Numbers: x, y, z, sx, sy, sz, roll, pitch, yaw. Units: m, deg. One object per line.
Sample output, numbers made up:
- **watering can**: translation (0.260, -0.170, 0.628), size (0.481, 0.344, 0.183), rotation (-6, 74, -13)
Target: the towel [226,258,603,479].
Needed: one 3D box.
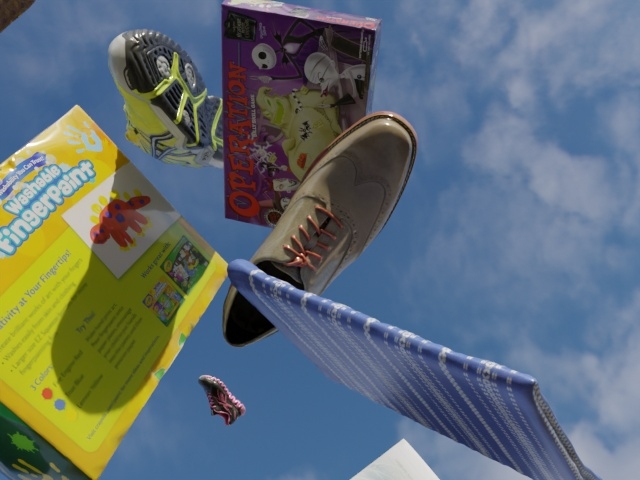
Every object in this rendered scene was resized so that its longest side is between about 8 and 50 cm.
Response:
- **towel**: translation (0.080, 0.121, 0.665), size (0.040, 0.336, 0.243), rotation (-56, -45, -17)

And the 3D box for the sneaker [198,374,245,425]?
- **sneaker**: translation (-0.207, 0.323, 1.439), size (0.119, 0.047, 0.057), rotation (46, -126, -6)

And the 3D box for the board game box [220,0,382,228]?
- **board game box**: translation (-0.036, -0.158, 1.016), size (0.208, 0.056, 0.347), rotation (15, -50, 13)

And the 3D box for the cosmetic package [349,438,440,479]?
- **cosmetic package**: translation (0.120, 0.475, 1.108), size (0.225, 0.224, 0.138), rotation (-36, -57, -9)

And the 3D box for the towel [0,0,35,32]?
- **towel**: translation (-0.398, -0.287, 0.576), size (0.271, 0.040, 0.370), rotation (-59, -26, -33)

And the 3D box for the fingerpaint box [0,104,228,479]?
- **fingerpaint box**: translation (-0.383, 0.074, 1.040), size (0.163, 0.445, 0.371), rotation (-28, -67, 35)

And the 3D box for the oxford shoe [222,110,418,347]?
- **oxford shoe**: translation (0.000, 0.000, 0.870), size (0.123, 0.130, 0.348), rotation (34, -73, -5)

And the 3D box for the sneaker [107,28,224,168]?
- **sneaker**: translation (-0.242, -0.186, 1.091), size (0.147, 0.384, 0.145), rotation (-6, -105, 8)
